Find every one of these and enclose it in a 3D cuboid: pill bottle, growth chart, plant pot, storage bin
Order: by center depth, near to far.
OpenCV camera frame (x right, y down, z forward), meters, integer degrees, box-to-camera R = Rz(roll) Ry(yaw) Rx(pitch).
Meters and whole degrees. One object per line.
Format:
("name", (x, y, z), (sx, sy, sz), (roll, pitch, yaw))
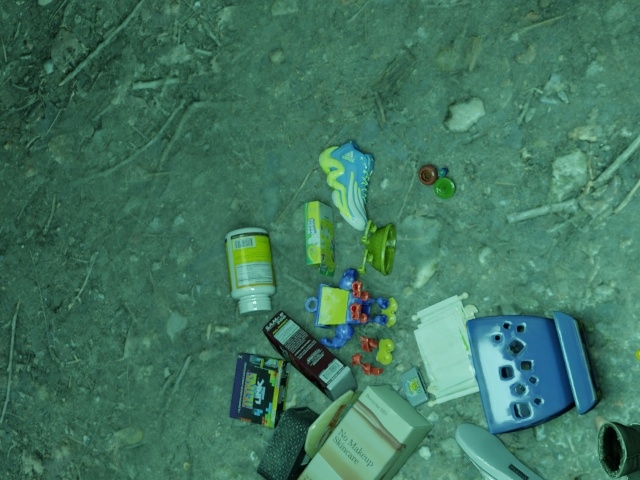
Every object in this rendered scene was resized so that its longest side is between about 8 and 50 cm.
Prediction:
("plant pot", (0.444, 0.262, 1.606), (0.212, 0.236, 0.235), (-15, 75, 20))
("growth chart", (0.300, 0.249, 1.802), (0.172, 0.021, 0.237), (-18, 74, 25))
("storage bin", (-0.061, 0.503, 1.901), (0.084, 0.122, 0.180), (27, 95, 29))
("pill bottle", (-0.180, 0.081, 2.032), (0.117, 0.117, 0.214), (-14, 76, 26))

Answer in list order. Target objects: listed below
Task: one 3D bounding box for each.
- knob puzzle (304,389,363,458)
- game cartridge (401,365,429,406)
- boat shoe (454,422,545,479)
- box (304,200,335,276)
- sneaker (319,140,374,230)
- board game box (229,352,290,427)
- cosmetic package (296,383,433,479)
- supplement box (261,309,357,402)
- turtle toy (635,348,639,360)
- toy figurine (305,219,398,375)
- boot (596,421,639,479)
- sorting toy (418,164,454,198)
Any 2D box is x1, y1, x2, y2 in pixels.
("knob puzzle", (0.018, 0.424, 1.828), (0.030, 0.213, 0.213), (35, 100, 27))
("game cartridge", (0.218, 0.341, 1.826), (0.056, 0.017, 0.083), (-41, 60, 41))
("boat shoe", (0.382, 0.502, 1.677), (0.258, 0.095, 0.084), (42, 128, 29))
("box", (0.000, 0.000, 1.953), (0.043, 0.105, 0.179), (-8, 78, 21))
("sneaker", (0.086, -0.146, 1.938), (0.126, 0.091, 0.240), (-33, 68, 20))
("board game box", (-0.155, 0.382, 2.014), (0.141, 0.048, 0.170), (4, 84, 28))
("cosmetic package", (0.101, 0.491, 1.811), (0.153, 0.129, 0.296), (39, 101, 29))
("supplement box", (-0.026, 0.285, 1.903), (0.073, 0.130, 0.239), (-44, 61, -15))
("turtle toy", (0.698, 0.241, 1.561), (0.130, 0.066, 0.095), (-33, 68, 20))
("toy figurine", (0.048, 0.129, 1.870), (0.217, 0.191, 0.362), (1, 82, 34))
("boot", (0.596, 0.436, 1.505), (0.076, 0.208, 0.189), (-19, 74, 26))
("sorting toy", (0.282, -0.145, 1.865), (0.102, 0.042, 0.061), (39, 117, 15))
